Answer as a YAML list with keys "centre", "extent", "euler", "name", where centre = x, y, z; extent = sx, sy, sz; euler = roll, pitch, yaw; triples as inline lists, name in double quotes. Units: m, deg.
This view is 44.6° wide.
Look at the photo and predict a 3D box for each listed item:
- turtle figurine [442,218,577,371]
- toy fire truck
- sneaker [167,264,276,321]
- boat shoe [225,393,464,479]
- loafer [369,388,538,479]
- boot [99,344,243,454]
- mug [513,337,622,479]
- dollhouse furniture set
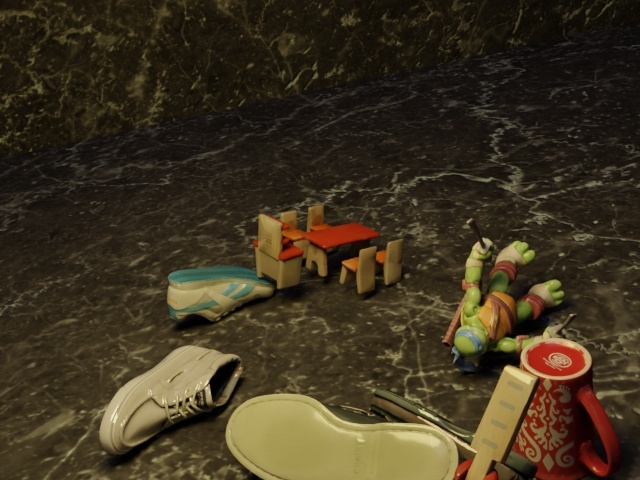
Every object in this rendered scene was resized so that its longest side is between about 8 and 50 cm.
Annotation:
- centre: [0.334, 0.083, 1.281]
  extent: [0.198, 0.274, 0.266]
  euler: [24, 30, 22]
  name: "turtle figurine"
- centre: [0.245, 0.291, 0.877]
  extent: [0.217, 0.246, 0.158]
  euler: [7, 32, 27]
  name: "toy fire truck"
- centre: [-0.195, 0.106, 1.540]
  extent: [0.229, 0.092, 0.087]
  euler: [-1, 19, -31]
  name: "sneaker"
- centre: [0.034, 0.288, 1.058]
  extent: [0.340, 0.113, 0.127]
  euler: [-2, 61, 26]
  name: "boat shoe"
- centre: [0.164, 0.288, 1.083]
  extent: [0.268, 0.096, 0.084]
  euler: [18, 77, 42]
  name: "loafer"
- centre: [-0.229, 0.251, 1.251]
  extent: [0.123, 0.095, 0.258]
  euler: [-1, 27, 29]
  name: "boot"
- centre: [0.336, 0.229, 1.054]
  extent: [0.150, 0.169, 0.113]
  euler: [7, 31, 28]
  name: "mug"
- centre: [0.000, 0.000, 1.571]
  extent: [0.259, 0.135, 0.262]
  euler: [-13, 26, -37]
  name: "dollhouse furniture set"
